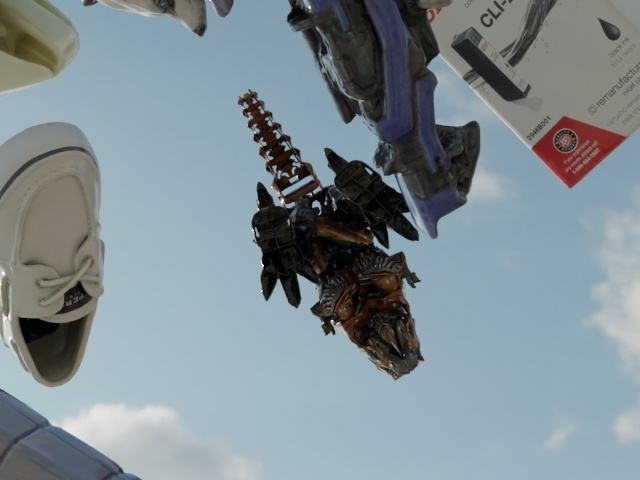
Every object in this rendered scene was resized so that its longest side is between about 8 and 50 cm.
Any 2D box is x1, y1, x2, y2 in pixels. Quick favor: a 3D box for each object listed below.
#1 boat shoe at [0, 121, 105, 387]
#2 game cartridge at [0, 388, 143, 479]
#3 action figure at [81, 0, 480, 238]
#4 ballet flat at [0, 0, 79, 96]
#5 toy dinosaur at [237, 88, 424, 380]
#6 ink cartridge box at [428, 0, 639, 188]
[{"bbox_3d":[-0.205,0.022,0.895,0.096,0.088,0.267,-20,-28,-33],"label":"boat shoe"},{"bbox_3d":[-0.136,0.266,0.485,0.355,0.230,0.068,-60,-3,6],"label":"game cartridge"},{"bbox_3d":[0.020,-0.185,0.638,0.330,0.178,0.341,-26,-64,-18],"label":"action figure"},{"bbox_3d":[-0.236,-0.225,0.876,0.182,0.164,0.482,23,-56,-17],"label":"ballet flat"},{"bbox_3d":[0.000,0.000,1.209,0.164,0.322,0.218,-51,-4,-3],"label":"toy dinosaur"},{"bbox_3d":[0.249,-0.224,1.244,0.114,0.273,0.197,-37,-8,-43],"label":"ink cartridge box"}]
